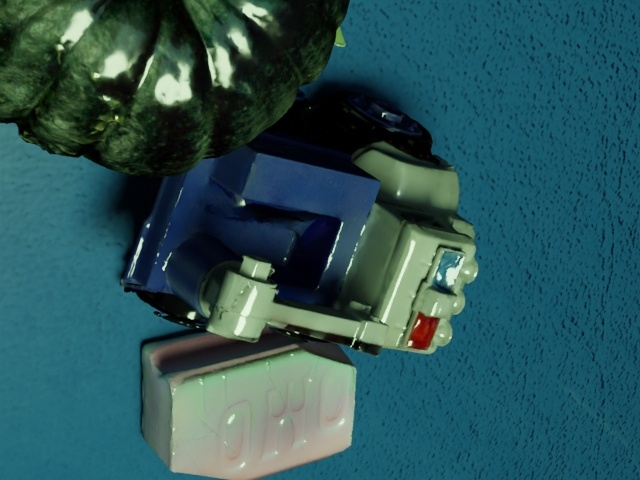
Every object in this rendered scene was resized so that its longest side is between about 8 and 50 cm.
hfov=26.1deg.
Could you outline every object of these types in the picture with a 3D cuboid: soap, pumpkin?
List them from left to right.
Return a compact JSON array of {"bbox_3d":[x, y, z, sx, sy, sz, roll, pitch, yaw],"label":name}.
[{"bbox_3d":[-0.091,-0.139,0.672,0.220,0.162,0.221,-1,95,-15],"label":"pumpkin"},{"bbox_3d":[-0.042,0.106,0.913,0.149,0.056,0.100,-11,121,-29],"label":"soap"}]

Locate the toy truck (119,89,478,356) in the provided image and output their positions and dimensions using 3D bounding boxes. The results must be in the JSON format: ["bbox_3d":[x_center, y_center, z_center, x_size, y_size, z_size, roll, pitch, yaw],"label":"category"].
[{"bbox_3d":[0.000,0.000,0.809,0.213,0.177,0.161,11,106,-36],"label":"toy truck"}]

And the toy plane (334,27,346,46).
[{"bbox_3d":[-0.035,-0.142,0.791,0.111,0.040,0.102,8,71,-21],"label":"toy plane"}]
